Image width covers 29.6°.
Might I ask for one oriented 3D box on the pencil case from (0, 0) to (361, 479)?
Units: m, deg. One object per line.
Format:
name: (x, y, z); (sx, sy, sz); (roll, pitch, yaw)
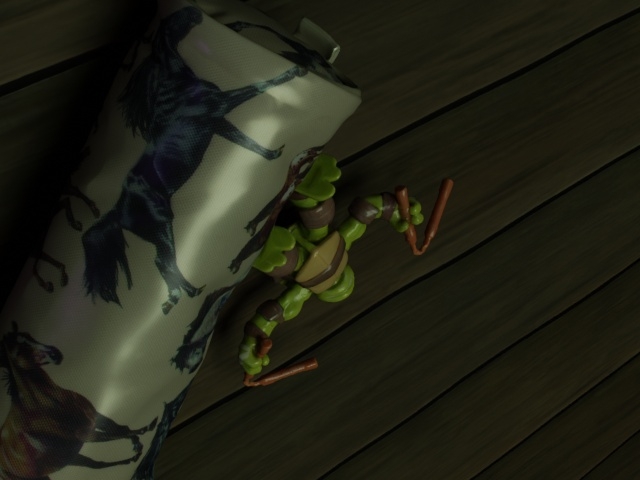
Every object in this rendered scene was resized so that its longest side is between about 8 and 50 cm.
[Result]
pencil case: (-0.120, 0.013, 0.881); (0.410, 0.160, 0.183); (-62, 166, 8)

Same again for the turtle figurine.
turtle figurine: (0.000, 0.000, 1.058); (0.269, 0.087, 0.217); (-43, 154, -6)
